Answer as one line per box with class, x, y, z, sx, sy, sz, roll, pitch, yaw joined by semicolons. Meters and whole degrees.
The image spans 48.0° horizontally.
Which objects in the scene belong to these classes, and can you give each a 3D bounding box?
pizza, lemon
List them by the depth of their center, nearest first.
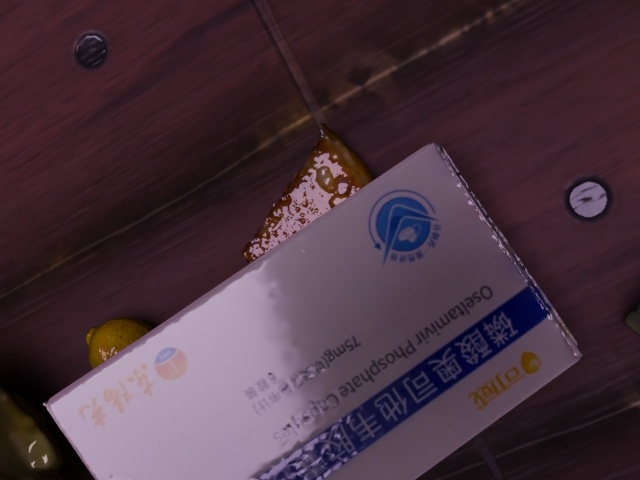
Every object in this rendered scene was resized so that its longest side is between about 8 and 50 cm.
pizza;0.000;0.000;0.613;0.131;0.041;0.178;-27;87;7
lemon;-0.176;0.100;0.649;0.083;0.062;0.062;22;96;10

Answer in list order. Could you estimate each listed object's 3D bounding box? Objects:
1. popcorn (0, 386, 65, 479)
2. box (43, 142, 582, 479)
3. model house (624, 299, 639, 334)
popcorn;-0.334;0.206;0.630;0.235;0.217;0.181;24;70;18
box;-0.002;0.101;0.544;0.343;0.065;0.200;-34;88;-6
model house;0.289;0.048;0.542;0.079;0.066;0.083;35;81;21
